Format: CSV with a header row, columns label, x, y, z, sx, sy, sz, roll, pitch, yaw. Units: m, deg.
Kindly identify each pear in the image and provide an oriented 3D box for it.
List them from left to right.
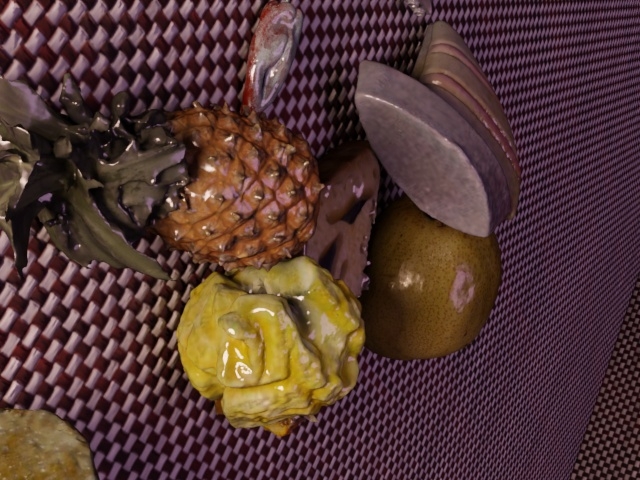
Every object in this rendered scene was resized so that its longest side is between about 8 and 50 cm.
label,x,y,z,sx,sy,sz,roll,pitch,yaw
pear,0.138,0.045,1.175,0.228,0.188,0.211,-14,111,-54

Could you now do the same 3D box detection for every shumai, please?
label,x,y,z,sx,sy,sz,roll,pitch,yaw
shumai,-0.245,0.232,0.685,0.184,0.184,0.142,-49,163,-38

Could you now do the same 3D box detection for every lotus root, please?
label,x,y,z,sx,sy,sz,roll,pitch,yaw
lotus root,0.000,0.000,1.048,0.170,0.074,0.260,4,95,-57

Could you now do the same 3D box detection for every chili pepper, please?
label,x,y,z,sx,sy,sz,roll,pitch,yaw
chili pepper,-0.051,-0.194,0.919,0.050,0.041,0.153,19,84,-17

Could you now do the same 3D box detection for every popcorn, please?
label,x,y,z,sx,sy,sz,roll,pitch,yaw
popcorn,-0.051,0.092,0.897,0.187,0.185,0.167,-25,127,-32

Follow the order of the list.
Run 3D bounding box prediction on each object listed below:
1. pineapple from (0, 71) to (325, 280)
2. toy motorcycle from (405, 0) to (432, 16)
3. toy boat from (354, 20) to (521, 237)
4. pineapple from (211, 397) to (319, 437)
label,x,y,z,sx,sy,sz,roll,pitch,yaw
pineapple,-0.157,-0.047,0.722,0.364,0.165,0.165,1,101,-50
toy motorcycle,0.104,-0.338,1.082,0.215,0.080,0.122,27,78,-63
toy boat,0.179,-0.144,1.130,0.276,0.111,0.293,56,43,-4
pineapple,-0.067,0.170,0.991,0.116,0.137,0.069,-2,104,-15
